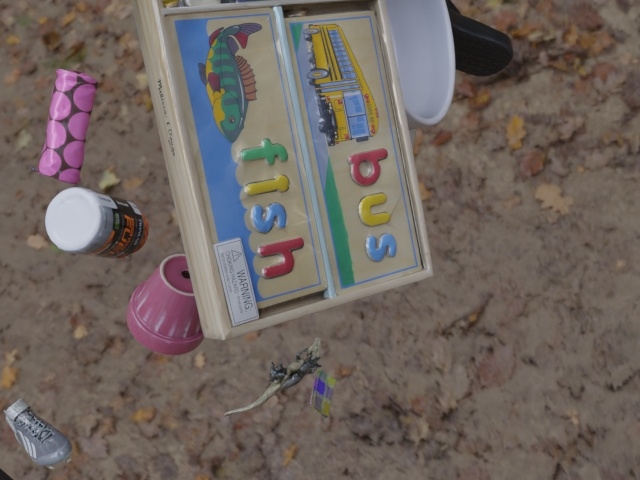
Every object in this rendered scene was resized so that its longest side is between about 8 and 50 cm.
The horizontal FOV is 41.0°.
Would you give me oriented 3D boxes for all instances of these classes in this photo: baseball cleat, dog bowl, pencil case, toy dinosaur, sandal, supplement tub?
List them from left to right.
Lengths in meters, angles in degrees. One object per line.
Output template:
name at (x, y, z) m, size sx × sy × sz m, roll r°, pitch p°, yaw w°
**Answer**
baseball cleat at (-0.545, 0.360, 1.619) m, size 0.206 × 0.109 × 0.072 m, roll 5°, pitch 39°, yaw 47°
pencil case at (-0.474, -0.215, 1.604) m, size 0.095 × 0.098 × 0.209 m, roll 15°, pitch 100°, yaw -8°
supplement tub at (-0.397, -0.028, 1.550) m, size 0.117 × 0.190 × 0.117 m, roll -2°, pitch 85°, yaw 18°
toy dinosaur at (-0.068, 0.269, 1.709) m, size 0.268 × 0.118 × 0.064 m, roll -31°, pitch 77°, yaw -35°
dog bowl at (0.080, -0.273, 1.135) m, size 0.104 × 0.265 × 0.265 m, roll -7°, pitch 56°, yaw 31°
sandal at (0.252, -0.501, 1.959) m, size 0.167 × 0.446 × 0.107 m, roll -31°, pitch 51°, yaw 44°

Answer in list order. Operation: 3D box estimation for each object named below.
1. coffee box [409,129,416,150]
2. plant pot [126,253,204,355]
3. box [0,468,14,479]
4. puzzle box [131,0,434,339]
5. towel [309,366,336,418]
coffee box at (-0.066, -0.164, 1.472) m, size 0.338 × 0.334 × 0.338 m, roll -17°, pitch 54°, yaw -14°
plant pot at (-0.336, 0.136, 1.999) m, size 0.201 × 0.180 × 0.201 m, roll 16°, pitch 42°, yaw -15°
box at (-0.503, 0.304, 1.002) m, size 0.296 × 0.293 × 0.073 m, roll -6°, pitch 47°, yaw 14°
puzzle box at (-0.031, -0.128, 0.876) m, size 0.272 × 0.408 × 0.052 m, roll -15°, pitch 6°, yaw -32°
towel at (0.005, 0.289, 1.618) m, size 0.009 × 0.060 × 0.083 m, roll -11°, pitch 50°, yaw 34°
